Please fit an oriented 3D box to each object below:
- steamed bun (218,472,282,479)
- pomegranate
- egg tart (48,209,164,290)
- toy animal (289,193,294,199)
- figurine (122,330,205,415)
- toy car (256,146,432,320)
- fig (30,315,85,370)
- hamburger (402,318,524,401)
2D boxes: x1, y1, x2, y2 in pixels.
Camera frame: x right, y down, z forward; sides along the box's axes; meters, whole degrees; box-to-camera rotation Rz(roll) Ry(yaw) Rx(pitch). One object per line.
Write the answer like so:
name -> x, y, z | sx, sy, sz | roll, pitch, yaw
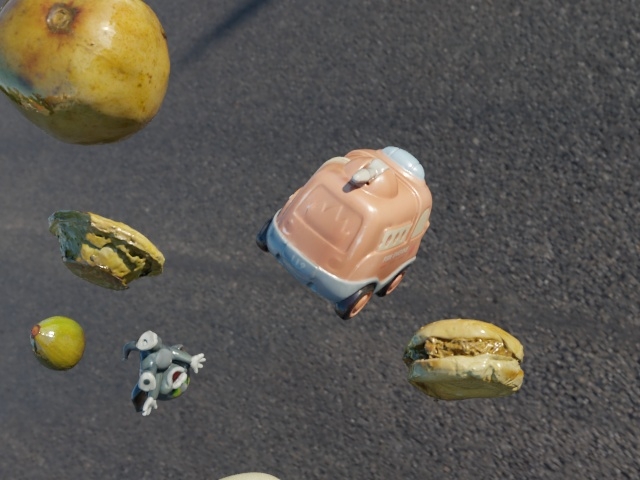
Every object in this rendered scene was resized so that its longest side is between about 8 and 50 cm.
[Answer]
steamed bun -> -0.122, 0.630, 1.692 | 0.233, 0.334, 0.311 | -8, 63, 64
pomegranate -> -0.344, -0.258, 1.226 | 0.260, 0.260, 0.260 | -30, 40, 29
egg tart -> -0.412, 0.025, 1.616 | 0.241, 0.241, 0.105 | -3, 61, 48
toy animal -> 0.013, 0.007, 1.792 | 0.104, 0.185, 0.183 | -16, 52, -2
figurine -> -0.379, 0.299, 1.945 | 0.140, 0.265, 0.193 | 19, 67, 33
toy car -> 0.056, -0.033, 1.231 | 0.181, 0.271, 0.212 | 40, 116, 16
fig -> -0.364, 0.138, 1.168 | 0.074, 0.088, 0.073 | -9, 61, 16
hamburger -> 0.247, 0.212, 1.468 | 0.214, 0.214, 0.108 | -20, 54, 38
